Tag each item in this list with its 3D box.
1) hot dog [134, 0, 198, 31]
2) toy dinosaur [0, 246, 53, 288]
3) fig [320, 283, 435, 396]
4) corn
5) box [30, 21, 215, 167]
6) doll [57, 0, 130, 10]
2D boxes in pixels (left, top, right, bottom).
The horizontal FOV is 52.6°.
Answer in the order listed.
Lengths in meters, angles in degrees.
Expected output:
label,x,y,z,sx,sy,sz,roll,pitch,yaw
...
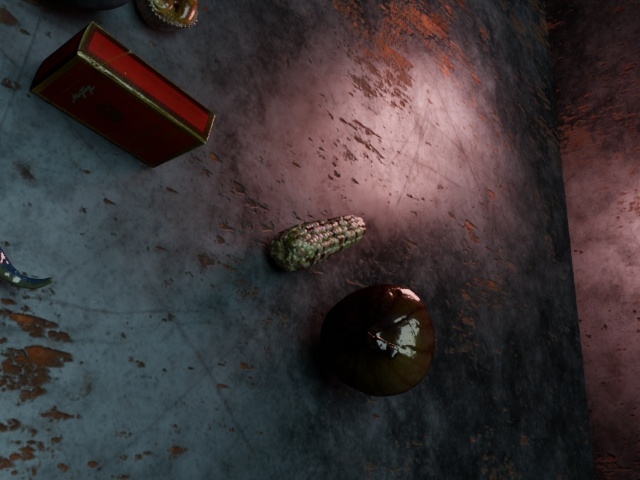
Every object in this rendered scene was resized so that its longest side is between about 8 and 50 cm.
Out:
label,x,y,z,sx,sy,sz,roll,pitch,yaw
hot dog,-0.296,-0.517,1.199,0.144,0.075,0.268,-13,85,-48
toy dinosaur,-0.463,-0.040,0.860,0.247,0.075,0.188,29,50,-34
fig,0.116,0.197,1.314,0.214,0.235,0.235,29,57,-41
corn,0.000,0.000,1.370,0.280,0.092,0.092,-18,92,-54
box,-0.309,-0.219,1.026,0.239,0.153,0.074,34,59,-38
doll,-0.366,-0.493,1.047,0.228,0.154,0.259,14,81,-17
